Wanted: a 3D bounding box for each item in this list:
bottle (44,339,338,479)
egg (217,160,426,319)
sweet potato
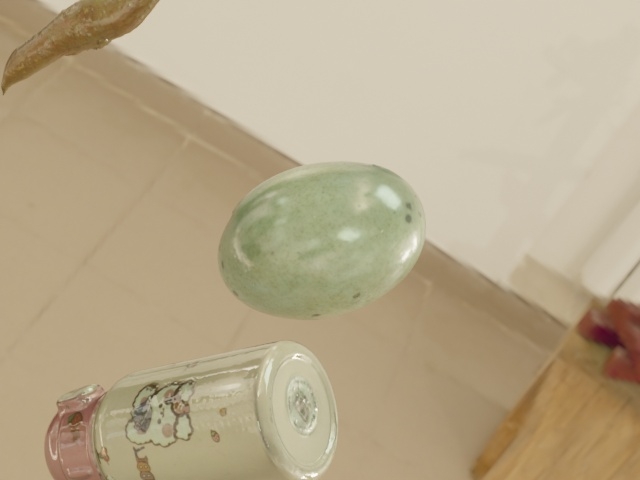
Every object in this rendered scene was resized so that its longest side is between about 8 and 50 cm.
[{"bbox_3d":[-0.109,0.148,1.050,0.110,0.233,0.110,30,54,-52],"label":"bottle"},{"bbox_3d":[0.000,0.000,1.492,0.236,0.169,0.169,-13,35,11],"label":"egg"},{"bbox_3d":[-0.290,-0.260,1.667,0.067,0.273,0.067,55,17,-26],"label":"sweet potato"}]
